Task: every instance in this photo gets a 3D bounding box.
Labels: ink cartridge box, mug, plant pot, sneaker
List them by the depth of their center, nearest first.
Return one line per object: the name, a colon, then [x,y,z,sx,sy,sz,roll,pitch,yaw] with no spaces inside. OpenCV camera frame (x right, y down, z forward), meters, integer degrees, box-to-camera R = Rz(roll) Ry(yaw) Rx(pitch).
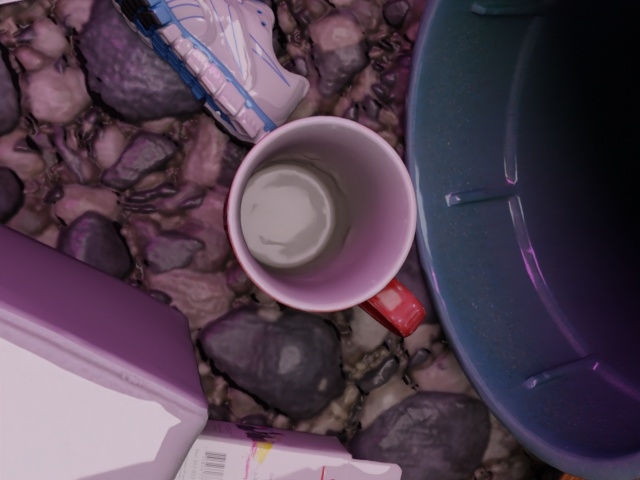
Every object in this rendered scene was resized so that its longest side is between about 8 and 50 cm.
plant pot: [0.277,-0.053,0.572,0.333,0.341,0.342,-10,93,-19]
mug: [-0.010,0.001,0.578,0.113,0.169,0.150,-16,95,-11]
sneaker: [-0.081,-0.158,0.619,0.083,0.071,0.191,-44,107,-14]
ink cartridge box: [-0.041,0.195,0.629,0.181,0.061,0.105,11,89,-11]

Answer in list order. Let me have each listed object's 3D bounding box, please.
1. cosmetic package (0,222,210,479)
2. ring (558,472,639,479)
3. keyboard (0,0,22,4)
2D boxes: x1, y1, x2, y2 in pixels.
cosmetic package: [-0.295,0.161,0.443,0.327,0.329,0.394,28,86,-9]
ring: [0.312,0.249,0.667,0.336,0.032,0.337,-5,109,-15]
keyboard: [-0.335,-0.178,0.590,0.255,0.014,0.072,-14,94,-11]
